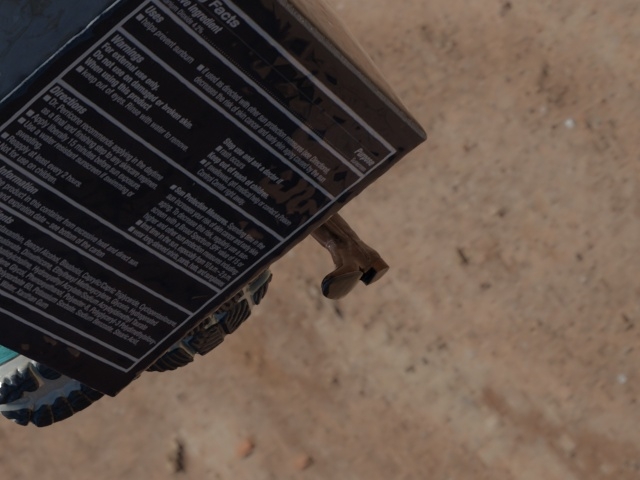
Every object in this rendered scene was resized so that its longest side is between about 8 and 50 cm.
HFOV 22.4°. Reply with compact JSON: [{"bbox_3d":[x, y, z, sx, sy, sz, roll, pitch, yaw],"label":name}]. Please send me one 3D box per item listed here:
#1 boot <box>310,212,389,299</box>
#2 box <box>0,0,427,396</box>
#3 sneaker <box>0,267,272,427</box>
[{"bbox_3d":[0.000,0.000,1.536,0.114,0.106,0.037,48,118,16],"label":"boot"},{"bbox_3d":[-0.139,-0.088,1.047,0.296,0.294,0.182,37,-162,-55],"label":"box"},{"bbox_3d":[-0.178,0.059,1.439,0.107,0.275,0.110,70,176,-48],"label":"sneaker"}]
